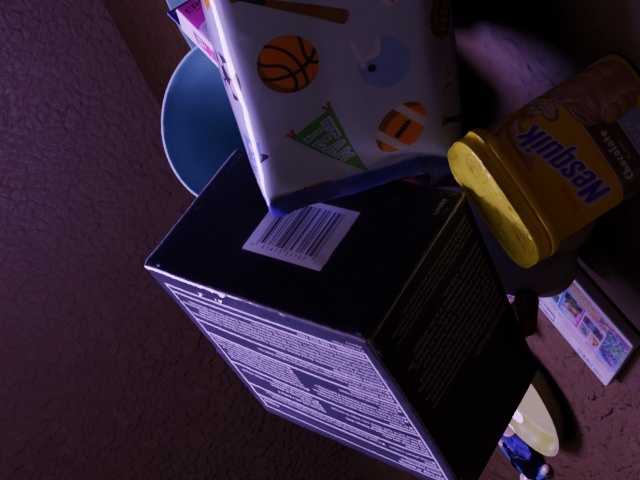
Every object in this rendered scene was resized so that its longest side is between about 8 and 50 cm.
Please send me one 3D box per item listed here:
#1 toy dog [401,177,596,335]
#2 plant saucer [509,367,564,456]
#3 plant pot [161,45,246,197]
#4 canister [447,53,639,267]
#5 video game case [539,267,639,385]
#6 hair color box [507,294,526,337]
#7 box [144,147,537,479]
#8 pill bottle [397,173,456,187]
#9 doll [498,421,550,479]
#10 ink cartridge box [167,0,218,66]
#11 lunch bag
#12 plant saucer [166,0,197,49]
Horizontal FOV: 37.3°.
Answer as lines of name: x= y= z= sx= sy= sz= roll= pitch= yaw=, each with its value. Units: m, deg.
toy dog: x=0.145 y=0.012 z=1.071 sx=0.334 sy=0.161 sz=0.220 roll=1 pitch=148 yaw=34
plant saucer: x=0.311 y=0.231 z=1.506 sx=0.241 sy=0.037 sz=0.241 roll=55 pitch=167 yaw=19
plant pot: x=-0.097 y=-0.201 z=1.629 sx=0.290 sy=0.290 sz=0.195 roll=55 pitch=-156 yaw=14
canister: x=0.216 y=-0.073 z=0.829 sx=0.126 sy=0.170 sz=0.073 roll=57 pitch=168 yaw=7
video game case: x=0.322 y=0.093 z=1.171 sx=0.157 sy=0.019 sz=0.143 roll=54 pitch=167 yaw=24
hair color box: x=0.249 y=0.090 z=1.390 sx=0.141 sy=0.043 sz=0.072 roll=36 pitch=154 yaw=58
box: x=0.030 y=0.080 z=0.989 sx=0.296 sy=0.182 sz=0.294 roll=16 pitch=149 yaw=38
pill bottle: x=0.102 y=-0.119 z=1.209 sx=0.153 sy=0.153 sz=0.264 roll=53 pitch=167 yaw=25
doll: x=0.349 y=0.373 z=1.673 sx=0.129 sy=0.046 sz=0.189 roll=26 pitch=153 yaw=51
ink cartridge box: x=-0.090 y=-0.323 z=1.410 sx=0.371 sy=0.176 sz=0.069 roll=47 pitch=167 yaw=42
lunch bag: x=0.003 y=-0.271 z=0.926 sx=0.385 sy=0.239 sz=0.327 roll=-102 pitch=1 yaw=-57
plant saucer: x=-0.267 y=-0.479 z=2.057 sx=0.317 sy=0.044 sz=0.317 roll=54 pitch=168 yaw=17
